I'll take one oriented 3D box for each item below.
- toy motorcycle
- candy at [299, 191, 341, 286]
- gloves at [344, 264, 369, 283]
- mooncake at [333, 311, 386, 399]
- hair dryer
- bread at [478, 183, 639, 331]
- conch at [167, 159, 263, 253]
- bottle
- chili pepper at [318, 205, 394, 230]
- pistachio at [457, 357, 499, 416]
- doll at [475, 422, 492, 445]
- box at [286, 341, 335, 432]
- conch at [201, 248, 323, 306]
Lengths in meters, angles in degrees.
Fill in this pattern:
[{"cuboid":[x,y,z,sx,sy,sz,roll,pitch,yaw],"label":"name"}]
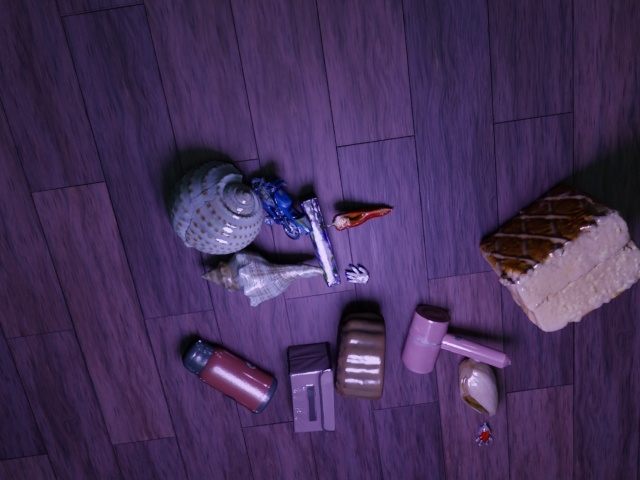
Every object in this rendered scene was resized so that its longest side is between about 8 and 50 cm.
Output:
[{"cuboid":[-0.123,-0.113,1.774,0.254,0.092,0.135,51,141,2],"label":"toy motorcycle"},{"cuboid":[0.000,0.000,1.843,0.061,0.088,0.312,-17,107,-1],"label":"candy"},{"cuboid":[0.125,0.115,1.919,0.086,0.026,0.064,11,107,1],"label":"gloves"},{"cuboid":[0.131,0.377,1.869,0.161,0.290,0.290,4,108,2],"label":"mooncake"},{"cuboid":[0.465,0.379,1.918,0.353,0.125,0.210,18,109,14],"label":"hair dryer"},{"cuboid":[0.724,0.051,1.723,0.371,0.390,0.279,-40,100,10],"label":"bread"},{"cuboid":[-0.349,-0.084,1.743,0.319,0.215,0.303,-34,93,15],"label":"conch"},{"cuboid":[-0.323,0.463,1.973,0.336,0.144,0.144,34,105,-9],"label":"bottle"},{"cuboid":[0.114,-0.076,1.817,0.268,0.050,0.059,-17,109,-20],"label":"chili pepper"},{"cuboid":[0.564,0.516,2.001,0.153,0.138,0.237,-19,103,-24],"label":"pistachio"},{"cuboid":[0.619,0.727,2.125,0.057,0.039,0.114,9,119,25],"label":"doll"},{"cuboid":[-0.033,0.514,1.970,0.153,0.188,0.252,-4,111,-2],"label":"box"},{"cuboid":[-0.195,0.133,1.843,0.386,0.203,0.169,13,65,6],"label":"conch"}]
